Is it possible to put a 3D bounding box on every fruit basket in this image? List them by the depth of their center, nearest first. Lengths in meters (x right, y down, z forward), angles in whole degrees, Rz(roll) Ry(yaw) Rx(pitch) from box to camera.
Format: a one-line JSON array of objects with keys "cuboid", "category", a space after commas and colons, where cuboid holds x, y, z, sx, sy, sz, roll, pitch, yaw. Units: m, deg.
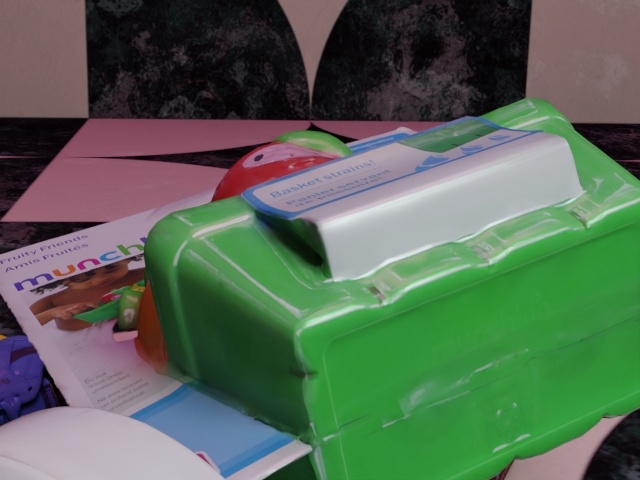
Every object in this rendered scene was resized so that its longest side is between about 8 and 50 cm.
[{"cuboid": [0.000, 0.000, 0.595, 0.327, 0.165, 0.353, -19, 29, -20], "category": "fruit basket"}]

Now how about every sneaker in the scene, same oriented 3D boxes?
[{"cuboid": [-0.239, 0.120, 0.765, 0.082, 0.069, 0.209, 9, 16, 14], "category": "sneaker"}]

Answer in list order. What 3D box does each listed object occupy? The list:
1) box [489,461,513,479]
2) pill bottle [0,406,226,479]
[{"cuboid": [0.071, 0.102, 0.747, 0.128, 0.122, 0.257, 6, 15, 21], "category": "box"}, {"cuboid": [-0.173, 0.180, 0.215, 0.229, 0.229, 0.408, 10, 16, 29], "category": "pill bottle"}]
